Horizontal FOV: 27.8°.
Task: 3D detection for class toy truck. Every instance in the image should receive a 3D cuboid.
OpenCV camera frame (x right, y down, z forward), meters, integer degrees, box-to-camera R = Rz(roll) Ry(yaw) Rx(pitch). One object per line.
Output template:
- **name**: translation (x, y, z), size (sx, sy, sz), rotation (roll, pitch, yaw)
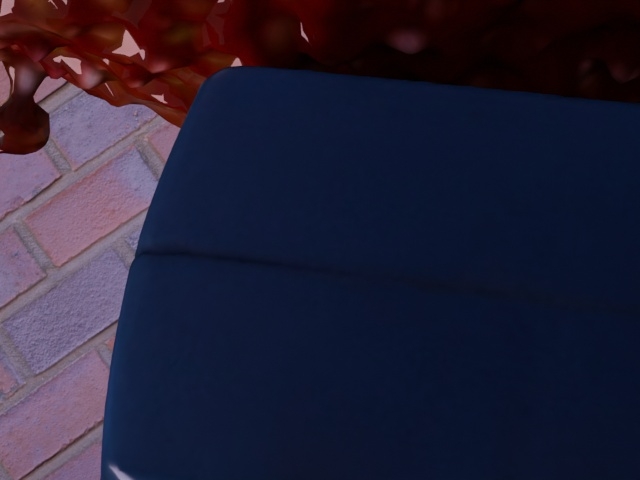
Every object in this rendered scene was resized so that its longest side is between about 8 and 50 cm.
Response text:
- **toy truck**: translation (0.125, 0.050, 0.375), size (0.384, 0.161, 0.162), rotation (7, 156, 12)

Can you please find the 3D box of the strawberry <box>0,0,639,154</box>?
- **strawberry**: translation (-0.011, -0.137, 0.470), size (0.292, 0.343, 0.292), rotation (163, 90, -81)
